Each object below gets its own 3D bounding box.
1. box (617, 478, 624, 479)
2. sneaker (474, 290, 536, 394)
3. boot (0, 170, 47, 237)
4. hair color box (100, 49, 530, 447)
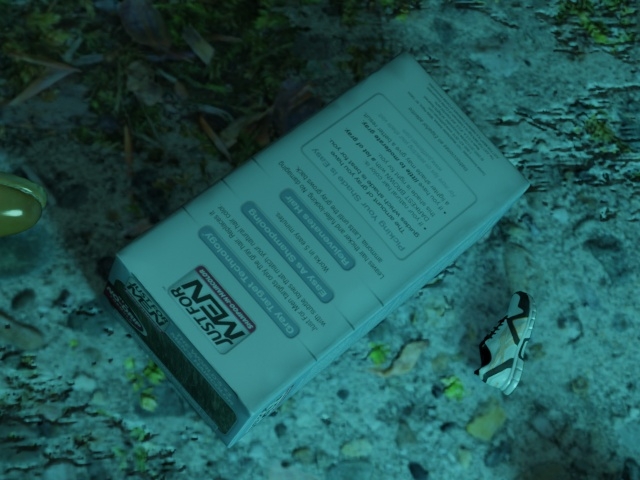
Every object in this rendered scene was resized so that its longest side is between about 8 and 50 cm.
[{"bbox_3d":[0.340,0.337,1.214,0.244,0.060,0.100,38,42,3],"label":"box"},{"bbox_3d":[0.181,0.095,1.304,0.044,0.040,0.109,21,62,-5],"label":"sneaker"},{"bbox_3d":[-0.363,0.054,1.113,0.284,0.109,0.220,-5,67,-17],"label":"boot"},{"bbox_3d":[0.000,0.000,1.250,0.374,0.113,0.185,-37,81,-28],"label":"hair color box"}]
